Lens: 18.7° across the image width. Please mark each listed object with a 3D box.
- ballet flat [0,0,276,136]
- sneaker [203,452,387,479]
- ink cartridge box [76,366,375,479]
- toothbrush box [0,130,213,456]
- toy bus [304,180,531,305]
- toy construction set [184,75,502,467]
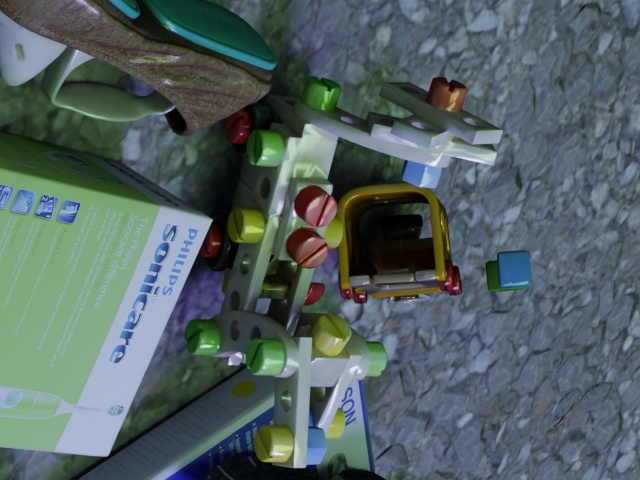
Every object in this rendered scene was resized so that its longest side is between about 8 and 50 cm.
[{"bbox_3d":[-0.168,-0.152,1.387,0.124,0.116,0.342,-44,147,14],"label":"ballet flat"},{"bbox_3d":[-0.012,0.271,1.707,0.283,0.110,0.122,18,102,-49],"label":"sneaker"},{"bbox_3d":[-0.083,0.271,1.766,0.307,0.072,0.304,-33,133,-30],"label":"ink cartridge box"},{"bbox_3d":[-0.245,0.031,1.395,0.283,0.122,0.206,13,104,-49],"label":"toothbrush box"},{"bbox_3d":[0.070,-0.001,1.711,0.191,0.202,0.104,-1,84,-38],"label":"toy bus"},{"bbox_3d":[0.000,0.000,1.543,0.151,0.215,0.328,21,103,-36],"label":"toy construction set"}]
